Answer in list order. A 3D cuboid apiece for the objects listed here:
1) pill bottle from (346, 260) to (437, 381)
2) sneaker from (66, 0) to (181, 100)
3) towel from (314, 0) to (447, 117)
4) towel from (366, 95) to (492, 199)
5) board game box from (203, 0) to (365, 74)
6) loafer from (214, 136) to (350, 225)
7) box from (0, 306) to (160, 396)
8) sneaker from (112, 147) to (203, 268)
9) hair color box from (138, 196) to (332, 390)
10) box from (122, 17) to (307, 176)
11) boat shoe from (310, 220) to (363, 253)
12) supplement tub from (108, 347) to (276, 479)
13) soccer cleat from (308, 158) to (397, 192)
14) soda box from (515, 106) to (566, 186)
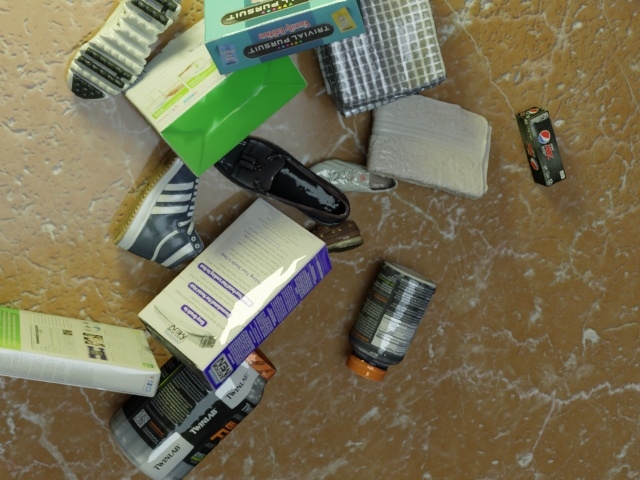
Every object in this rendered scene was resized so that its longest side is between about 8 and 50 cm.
[{"bbox_3d":[0.143,0.177,1.933,0.130,0.130,0.246,22,97,-23],"label":"pill bottle"},{"bbox_3d":[-0.350,-0.372,1.628,0.110,0.118,0.292,38,110,-24],"label":"sneaker"},{"bbox_3d":[0.106,-0.402,1.744,0.235,0.121,0.284,-18,99,-14],"label":"towel"},{"bbox_3d":[0.230,-0.199,1.867,0.282,0.049,0.187,11,76,-21],"label":"towel"},{"bbox_3d":[-0.071,-0.453,1.540,0.253,0.336,0.079,-14,141,10],"label":"board game box"},{"bbox_3d":[-0.071,-0.123,1.764,0.302,0.095,0.109,27,87,-10],"label":"loafer"},{"bbox_3d":[-0.475,0.202,1.671,0.322,0.232,0.058,14,99,-21],"label":"box"},{"bbox_3d":[-0.263,-0.075,1.739,0.153,0.099,0.282,33,98,-20],"label":"sneaker"},{"bbox_3d":[-0.159,0.098,1.728,0.339,0.185,0.110,-45,152,-19],"label":"hair color box"},{"bbox_3d":[-0.199,-0.281,1.623,0.262,0.231,0.127,-41,131,-5],"label":"box"},{"bbox_3d":[0.000,0.000,1.878,0.178,0.064,0.060,-12,78,-17],"label":"boat shoe"},{"bbox_3d":[-0.251,0.319,1.802,0.316,0.193,0.193,-45,114,-2],"label":"supplement tub"},{"bbox_3d":[0.065,-0.129,1.850,0.196,0.076,0.068,0,105,-19],"label":"soccer cleat"},{"bbox_3d":[0.487,-0.207,1.983,0.053,0.060,0.169,-25,112,-10],"label":"soda box"}]
